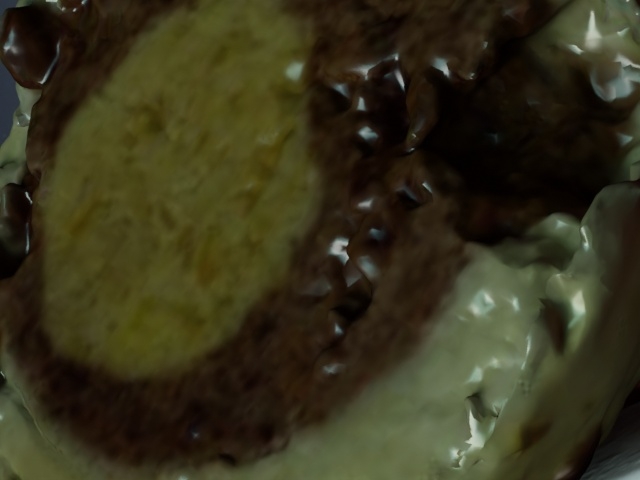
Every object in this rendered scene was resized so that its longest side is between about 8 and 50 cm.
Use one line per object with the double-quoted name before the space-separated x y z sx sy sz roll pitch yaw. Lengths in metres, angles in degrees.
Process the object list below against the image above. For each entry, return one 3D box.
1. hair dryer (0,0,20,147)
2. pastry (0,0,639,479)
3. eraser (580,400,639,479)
"hair dryer" -0.188 0.017 0.661 0.121 0.361 0.301 -13 87 51
"pastry" 0.003 0.008 0.590 0.256 0.170 0.236 21 93 38
"eraser" 0.100 0.100 0.587 0.076 0.078 0.298 54 136 -1
